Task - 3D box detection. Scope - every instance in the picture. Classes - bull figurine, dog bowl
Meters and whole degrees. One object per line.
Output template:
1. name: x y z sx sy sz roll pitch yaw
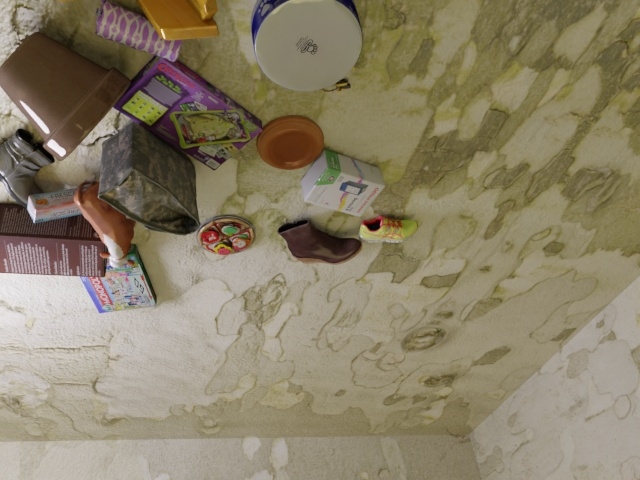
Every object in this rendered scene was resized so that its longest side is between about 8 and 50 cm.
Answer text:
1. bull figurine: -0.609 -0.064 1.811 0.101 0.188 0.310 -1 138 14
2. dog bowl: -0.034 -0.497 1.493 0.264 0.104 0.265 -6 141 -5

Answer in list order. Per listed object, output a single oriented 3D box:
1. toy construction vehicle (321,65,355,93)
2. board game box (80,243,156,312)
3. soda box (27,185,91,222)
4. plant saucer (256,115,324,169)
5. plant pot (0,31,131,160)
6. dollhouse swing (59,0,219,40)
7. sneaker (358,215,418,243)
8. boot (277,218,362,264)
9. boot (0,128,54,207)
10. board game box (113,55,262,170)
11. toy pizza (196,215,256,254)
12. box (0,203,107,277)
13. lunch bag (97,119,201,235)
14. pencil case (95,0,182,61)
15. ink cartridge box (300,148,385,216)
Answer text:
1. toy construction vehicle: 0.046 -0.432 1.642 0.098 0.035 0.086 -9 141 -1
2. board game box: -0.717 0.140 2.170 0.213 0.046 0.317 -7 141 -4
3. soda box: -0.748 -0.107 1.795 0.183 0.058 0.063 -15 150 -40
4. plant saucer: -0.087 -0.276 1.804 0.199 0.037 0.200 -6 140 -5
5. plant pot: -0.620 -0.357 1.456 0.263 0.263 0.229 -34 119 27
6. dollhouse swing: -0.413 -0.573 1.196 0.304 0.315 0.347 -23 144 -16
7. sneaker: 0.232 -0.045 2.116 0.208 0.082 0.094 -10 139 1
8. boot: 0.000 0.000 2.102 0.248 0.090 0.207 -13 142 17
9. boot: -0.810 -0.192 1.726 0.161 0.083 0.246 -23 141 7
10. board game box: -0.351 -0.340 1.666 0.208 0.056 0.346 -30 137 29
11. toy pizza: -0.318 -0.008 2.082 0.201 0.032 0.201 -6 141 -5
12. box: -0.858 0.003 1.903 0.381 0.143 0.191 3 140 -18
13. lunch bag: -0.456 -0.158 1.711 0.169 0.235 0.287 -33 136 20
14. pencil case: -0.422 -0.491 1.443 0.206 0.088 0.086 15 175 -27
15. ink cartridge box: 0.069 -0.175 1.915 0.212 0.093 0.154 14 135 -28
